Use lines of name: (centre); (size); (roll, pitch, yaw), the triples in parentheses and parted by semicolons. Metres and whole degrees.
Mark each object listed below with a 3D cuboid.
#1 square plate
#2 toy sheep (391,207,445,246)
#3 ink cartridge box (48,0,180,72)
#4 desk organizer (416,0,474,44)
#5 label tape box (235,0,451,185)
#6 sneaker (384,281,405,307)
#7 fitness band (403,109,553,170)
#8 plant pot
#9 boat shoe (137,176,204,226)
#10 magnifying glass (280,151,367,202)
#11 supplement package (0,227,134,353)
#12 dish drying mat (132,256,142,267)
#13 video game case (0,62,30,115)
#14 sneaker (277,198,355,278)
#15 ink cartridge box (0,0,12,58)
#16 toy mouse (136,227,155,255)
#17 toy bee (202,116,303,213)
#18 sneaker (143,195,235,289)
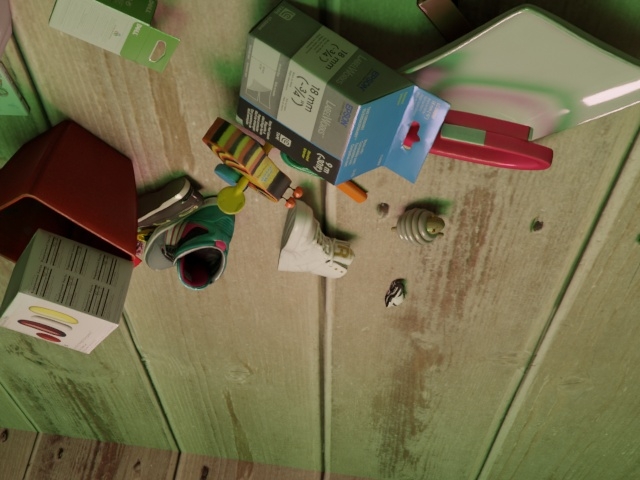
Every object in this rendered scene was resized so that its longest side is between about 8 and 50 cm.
square plate: (0.330, -0.266, 1.492); (0.344, 0.049, 0.347); (15, 162, -31)
toy sheep: (0.207, -0.028, 1.960); (0.132, 0.091, 0.091); (-13, 142, 40)
ink cartridge box: (-0.345, -0.376, 1.564); (0.209, 0.062, 0.109); (21, 147, -19)
desk organizer: (0.209, -0.358, 1.461); (0.050, 0.047, 0.130); (-18, 139, 33)
label tape box: (0.026, -0.217, 1.561); (0.333, 0.106, 0.240); (34, 150, 9)
sneaker: (0.192, 0.131, 2.269); (0.044, 0.040, 0.109); (-2, 154, -13)
fitness band: (0.274, -0.181, 1.649); (0.291, 0.054, 0.209); (12, 178, -4)
plant pot: (-0.538, -0.088, 1.917); (0.267, 0.236, 0.267); (-20, 138, 38)
boat shoe: (-0.357, -0.068, 2.046); (0.228, 0.081, 0.068); (-21, 134, 36)
magnifying glass: (0.012, -0.143, 1.885); (0.092, 0.026, 0.231); (-21, 135, 39)
supplement package: (-0.517, 0.108, 1.859); (0.203, 0.149, 0.194); (22, 146, -22)
dish drying mat: (-0.480, 0.070, 2.263); (0.083, 0.008, 0.032); (-39, 138, 3)
video game case: (-0.676, -0.300, 1.818); (0.157, 0.019, 0.143); (3, 148, 10)
sneaker: (0.000, 0.000, 2.050); (0.169, 0.108, 0.292); (10, 158, -4)
ink cartridge box: (-0.678, -0.376, 1.526); (0.270, 0.198, 0.197); (13, 148, -7)
toy mouse: (-0.419, 0.013, 2.240); (0.161, 0.031, 0.143); (6, 148, 5)
toy bee: (-0.110, -0.139, 1.776); (0.162, 0.195, 0.298); (30, -168, 17)
sneaker: (-0.303, 0.040, 2.077); (0.124, 0.178, 0.295); (31, 133, -31)
